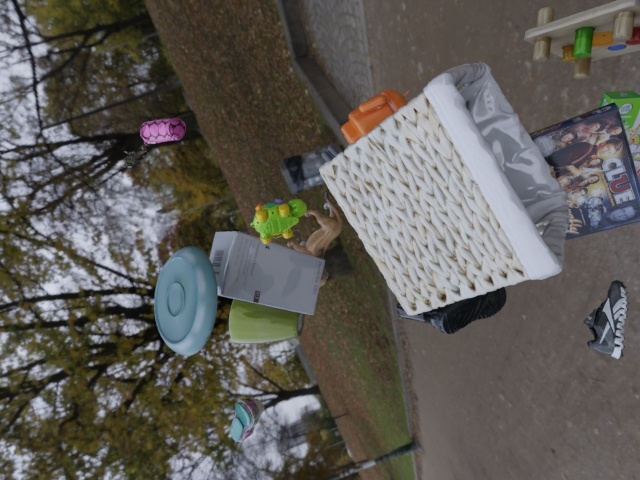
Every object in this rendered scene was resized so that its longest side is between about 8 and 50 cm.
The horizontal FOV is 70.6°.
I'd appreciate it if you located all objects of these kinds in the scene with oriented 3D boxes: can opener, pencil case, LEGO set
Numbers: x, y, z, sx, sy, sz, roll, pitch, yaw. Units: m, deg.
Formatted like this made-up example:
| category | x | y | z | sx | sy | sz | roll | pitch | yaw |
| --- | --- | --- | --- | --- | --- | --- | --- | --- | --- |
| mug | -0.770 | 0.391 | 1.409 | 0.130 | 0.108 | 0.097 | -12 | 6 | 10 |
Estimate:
| category | x | y | z | sx | sy | sz | roll | pitch | yaw |
| --- | --- | --- | --- | --- | --- | --- | --- | --- | --- |
| can opener | 0.118 | -0.294 | 1.976 | 0.280 | 0.074 | 0.093 | 46 | -171 | 1 |
| pencil case | -0.661 | -0.455 | 1.895 | 0.095 | 0.209 | 0.098 | 35 | -117 | -49 |
| LEGO set | -0.518 | -0.229 | 1.263 | 0.054 | 0.083 | 0.023 | 62 | 158 | 4 |

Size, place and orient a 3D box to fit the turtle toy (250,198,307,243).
| category | x | y | z | sx | sy | sz | roll | pitch | yaw |
| --- | --- | --- | --- | --- | --- | --- | --- | --- | --- |
| turtle toy | -0.091 | -0.053 | 0.991 | 0.095 | 0.130 | 0.066 | 88 | 164 | -48 |

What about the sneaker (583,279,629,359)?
| category | x | y | z | sx | sy | sz | roll | pitch | yaw |
| --- | --- | --- | --- | --- | --- | --- | --- | --- | --- |
| sneaker | 0.846 | 0.226 | 1.344 | 0.078 | 0.106 | 0.234 | 42 | -121 | -62 |

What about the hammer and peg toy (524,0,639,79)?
| category | x | y | z | sx | sy | sz | roll | pitch | yaw |
| --- | --- | --- | --- | --- | --- | --- | --- | --- | --- |
| hammer and peg toy | 0.699 | -0.477 | 1.024 | 0.361 | 0.266 | 0.127 | 10 | 96 | 57 |

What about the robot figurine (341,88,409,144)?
| category | x | y | z | sx | sy | sz | roll | pitch | yaw |
| --- | --- | --- | --- | --- | --- | --- | --- | --- | --- |
| robot figurine | 0.171 | -0.359 | 1.333 | 0.158 | 0.219 | 0.128 | 53 | -174 | -30 |

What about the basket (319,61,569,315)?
| category | x | y | z | sx | sy | sz | roll | pitch | yaw |
| --- | --- | --- | --- | --- | --- | --- | --- | --- | --- |
| basket | 0.233 | -0.093 | 0.799 | 0.331 | 0.266 | 0.328 | 57 | -144 | -3 |

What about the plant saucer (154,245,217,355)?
| category | x | y | z | sx | sy | sz | roll | pitch | yaw |
| --- | --- | --- | --- | --- | --- | --- | --- | --- | --- |
| plant saucer | -0.401 | 0.171 | 1.301 | 0.044 | 0.318 | 0.317 | 8 | -128 | -46 |

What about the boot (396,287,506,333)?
| category | x | y | z | sx | sy | sz | roll | pitch | yaw |
| --- | --- | --- | --- | --- | --- | --- | --- | --- | --- |
| boot | 0.360 | 0.168 | 1.268 | 0.207 | 0.247 | 0.094 | 13 | 123 | 63 |

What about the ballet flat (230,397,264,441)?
| category | x | y | z | sx | sy | sz | roll | pitch | yaw |
| --- | --- | --- | --- | --- | --- | --- | --- | --- | --- |
| ballet flat | -0.194 | 0.476 | 1.227 | 0.077 | 0.079 | 0.221 | 48 | 140 | 25 |

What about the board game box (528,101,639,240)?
| category | x | y | z | sx | sy | sz | roll | pitch | yaw |
| --- | --- | --- | --- | --- | --- | --- | --- | --- | --- |
| board game box | 0.535 | -0.129 | 0.913 | 0.243 | 0.165 | 0.042 | 61 | -149 | -18 |

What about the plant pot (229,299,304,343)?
| category | x | y | z | sx | sy | sz | roll | pitch | yaw |
| --- | --- | --- | --- | --- | --- | --- | --- | --- | --- |
| plant pot | -0.230 | 0.356 | 2.090 | 0.275 | 0.294 | 0.274 | 4 | -90 | -77 |

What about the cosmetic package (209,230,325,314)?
| category | x | y | z | sx | sy | sz | roll | pitch | yaw |
| --- | --- | --- | --- | --- | --- | --- | --- | --- | --- |
| cosmetic package | -0.185 | 0.118 | 1.551 | 0.156 | 0.385 | 0.217 | 0 | 77 | 50 |

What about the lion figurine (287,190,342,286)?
| category | x | y | z | sx | sy | sz | roll | pitch | yaw |
| --- | --- | --- | --- | --- | --- | --- | --- | --- | --- |
| lion figurine | 0.000 | 0.000 | 1.980 | 0.240 | 0.142 | 0.392 | 41 | 112 | 43 |

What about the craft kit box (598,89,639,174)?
| category | x | y | z | sx | sy | sz | roll | pitch | yaw |
| --- | --- | --- | --- | --- | --- | --- | --- | --- | --- |
| craft kit box | 0.887 | -0.297 | 1.265 | 0.061 | 0.250 | 0.246 | -90 | -4 | -52 |
